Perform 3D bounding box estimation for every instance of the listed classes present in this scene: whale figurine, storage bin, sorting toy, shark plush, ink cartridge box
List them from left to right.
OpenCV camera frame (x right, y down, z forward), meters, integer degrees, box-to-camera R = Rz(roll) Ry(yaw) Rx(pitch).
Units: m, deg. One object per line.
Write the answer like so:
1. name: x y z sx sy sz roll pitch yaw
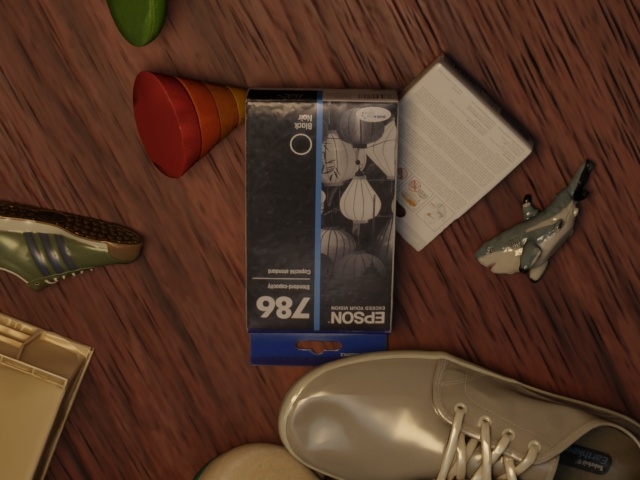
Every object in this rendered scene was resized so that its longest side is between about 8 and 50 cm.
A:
1. storage bin: -0.429 0.208 1.537 0.260 0.123 0.262 22 102 -4
2. sorting toy: -0.150 -0.256 1.458 0.126 0.127 0.365 -18 101 -26
3. whale figurine: -0.037 0.342 1.565 0.272 0.141 0.216 25 61 -23
4. ink cartridge box: 0.000 0.000 1.499 0.165 0.065 0.332 0 110 0
5. ink cartridge box: 0.124 -0.095 1.516 0.145 0.045 0.179 43 118 -9
6. shark plush: 0.243 -0.025 1.516 0.067 0.073 0.161 42 106 22

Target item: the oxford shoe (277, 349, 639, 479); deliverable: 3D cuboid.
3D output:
1. oxford shoe: 0.177 0.227 1.515 0.449 0.130 0.169 12 102 -8

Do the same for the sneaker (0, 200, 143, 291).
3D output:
1. sneaker: -0.297 0.016 1.527 0.192 0.064 0.086 12 110 -2
